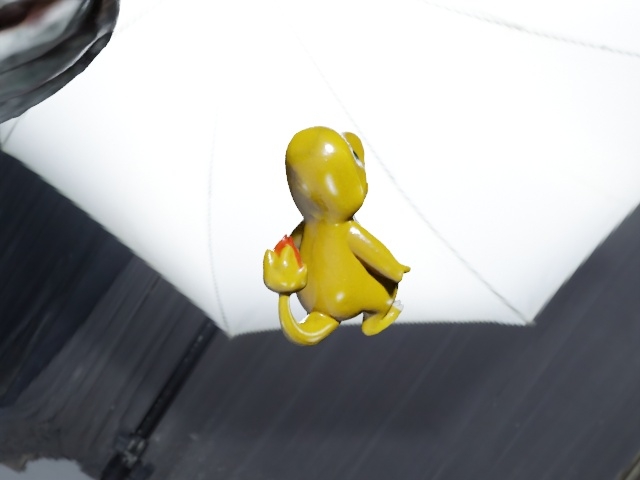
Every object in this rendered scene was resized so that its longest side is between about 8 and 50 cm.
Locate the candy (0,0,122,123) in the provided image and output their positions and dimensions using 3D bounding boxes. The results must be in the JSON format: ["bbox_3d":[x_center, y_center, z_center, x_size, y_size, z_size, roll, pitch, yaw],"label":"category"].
[{"bbox_3d":[-0.258,-0.144,0.558,0.157,0.290,0.214,61,-7,28],"label":"candy"}]

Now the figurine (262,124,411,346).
[{"bbox_3d":[-0.002,0.000,0.727,0.121,0.176,0.122,10,27,33],"label":"figurine"}]
